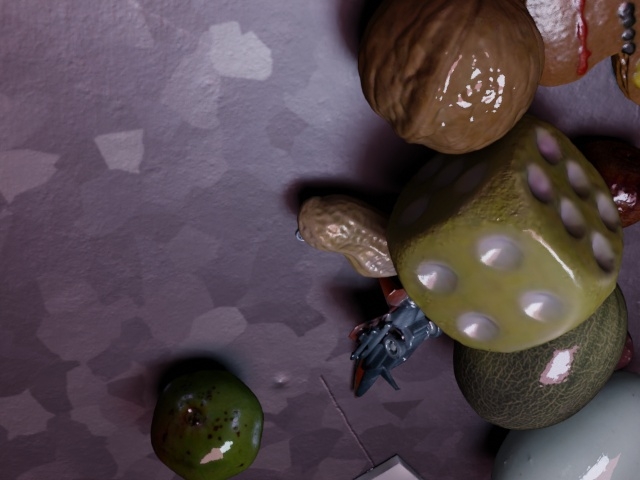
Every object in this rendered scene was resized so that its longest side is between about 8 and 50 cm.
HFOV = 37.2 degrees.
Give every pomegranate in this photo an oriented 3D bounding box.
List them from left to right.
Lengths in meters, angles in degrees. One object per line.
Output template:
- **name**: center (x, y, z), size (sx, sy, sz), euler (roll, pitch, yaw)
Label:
- **pomegranate**: center (-0.172, 0.304, 1.511), size (0.181, 0.182, 0.224), euler (-17, 150, -2)

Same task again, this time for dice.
- **dice**: center (0.248, -0.007, 1.282), size (0.238, 0.227, 0.233), euler (43, 132, -18)

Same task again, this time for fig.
- **fig**: center (0.412, -0.053, 1.417), size (0.146, 0.134, 0.201), euler (20, 134, -8)

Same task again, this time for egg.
- **egg**: center (0.464, 0.383, 1.708), size (0.230, 0.230, 0.371), euler (30, 111, -33)

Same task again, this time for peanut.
- **peanut**: center (0.057, -0.008, 1.366), size (0.214, 0.090, 0.099), euler (25, 112, -29)

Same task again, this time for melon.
- **melon**: center (0.342, 0.153, 1.482), size (0.237, 0.237, 0.302), euler (19, 118, -28)

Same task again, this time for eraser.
- **eraser**: center (0.143, 0.473, 1.823), size (0.103, 0.023, 0.150), euler (-33, 130, 12)

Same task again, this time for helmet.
- **helmet**: center (0.493, 0.186, 1.661), size (0.123, 0.070, 0.098), euler (13, 124, -26)

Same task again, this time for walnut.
- **walnut**: center (0.155, -0.213, 1.157), size (0.227, 0.228, 0.228), euler (-8, 130, -10)

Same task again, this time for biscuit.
- **biscuit**: center (0.393, -0.277, 1.271), size (0.277, 0.052, 0.262), euler (-12, 130, -6)

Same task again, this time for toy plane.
- **toy plane**: center (0.113, 0.164, 1.512), size (0.222, 0.104, 0.326), euler (-22, 142, -37)

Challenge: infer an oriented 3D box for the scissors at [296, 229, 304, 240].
- **scissors**: center (0.000, 0.000, 1.411), size (0.036, 0.006, 0.083), euler (-42, 127, 20)
